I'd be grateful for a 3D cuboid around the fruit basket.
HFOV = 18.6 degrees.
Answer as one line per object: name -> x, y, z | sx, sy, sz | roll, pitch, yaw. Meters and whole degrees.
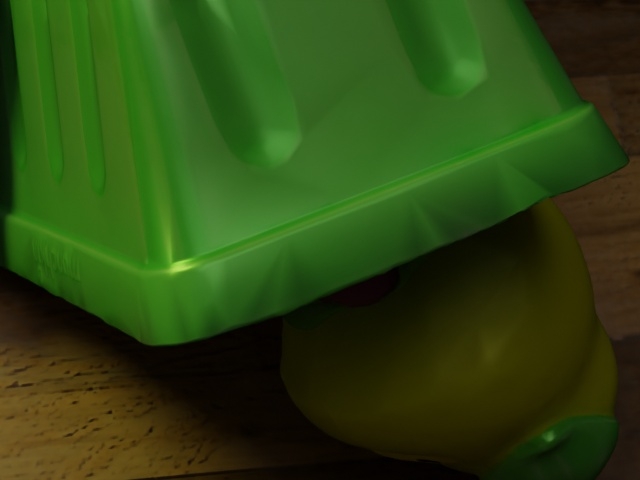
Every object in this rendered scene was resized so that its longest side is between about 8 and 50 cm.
fruit basket -> 0.000, 0.000, 1.023 | 0.283, 0.392, 0.392 | -21, 65, -18
